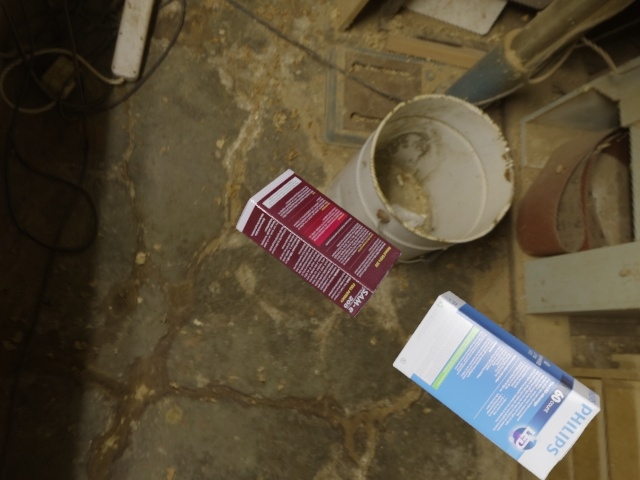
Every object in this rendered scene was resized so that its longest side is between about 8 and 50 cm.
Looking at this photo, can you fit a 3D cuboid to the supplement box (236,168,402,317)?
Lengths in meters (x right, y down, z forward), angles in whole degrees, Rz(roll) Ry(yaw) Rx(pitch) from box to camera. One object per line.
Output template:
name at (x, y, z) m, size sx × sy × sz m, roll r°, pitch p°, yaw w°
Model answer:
supplement box at (0.000, 0.000, 0.975) m, size 0.239 × 0.073 × 0.130 m, roll 37°, pitch 40°, yaw 7°

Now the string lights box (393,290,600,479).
string lights box at (0.253, 0.205, 0.881) m, size 0.260 × 0.077 × 0.133 m, roll 36°, pitch 105°, yaw 18°
